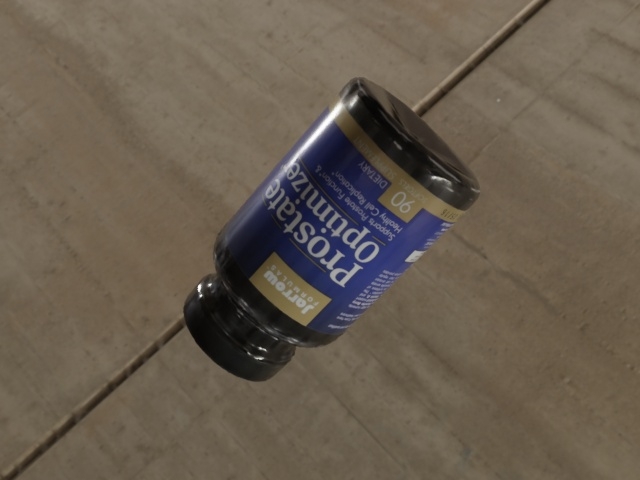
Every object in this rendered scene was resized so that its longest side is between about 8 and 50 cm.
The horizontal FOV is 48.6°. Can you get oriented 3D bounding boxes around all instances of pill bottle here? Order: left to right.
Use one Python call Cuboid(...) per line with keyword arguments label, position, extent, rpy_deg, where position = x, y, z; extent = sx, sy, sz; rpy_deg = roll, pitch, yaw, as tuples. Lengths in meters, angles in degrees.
Cuboid(label="pill bottle", position=(0.000, 0.000, 0.522), extent=(0.123, 0.219, 0.122), rpy_deg=(37, 20, -16))
